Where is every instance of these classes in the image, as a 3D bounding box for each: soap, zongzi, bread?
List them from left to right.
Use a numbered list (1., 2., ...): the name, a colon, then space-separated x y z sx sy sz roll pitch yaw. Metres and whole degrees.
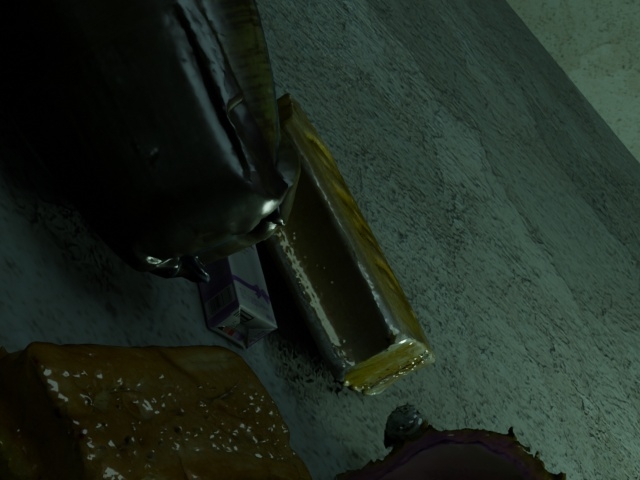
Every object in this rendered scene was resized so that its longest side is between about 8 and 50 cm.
1. zongzi: -0.137 -0.171 1.253 0.403 0.208 0.432 61 9 -1
2. bread: -0.107 0.120 0.998 0.139 0.077 0.271 58 19 16
3. soap: 0.000 0.000 1.374 0.257 0.080 0.160 63 7 16

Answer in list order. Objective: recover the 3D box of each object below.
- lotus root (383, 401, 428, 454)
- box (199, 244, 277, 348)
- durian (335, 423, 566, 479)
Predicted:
1. lotus root: 0.098 0.211 1.294 0.088 0.088 0.165 9 49 -63
2. box: -0.072 0.027 1.274 0.050 0.036 0.117 36 27 -41
3. durian: 0.119 0.273 1.133 0.341 0.191 0.112 -102 165 -49
